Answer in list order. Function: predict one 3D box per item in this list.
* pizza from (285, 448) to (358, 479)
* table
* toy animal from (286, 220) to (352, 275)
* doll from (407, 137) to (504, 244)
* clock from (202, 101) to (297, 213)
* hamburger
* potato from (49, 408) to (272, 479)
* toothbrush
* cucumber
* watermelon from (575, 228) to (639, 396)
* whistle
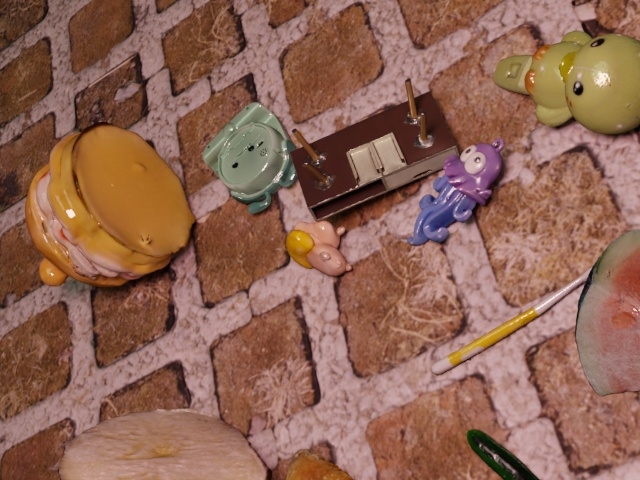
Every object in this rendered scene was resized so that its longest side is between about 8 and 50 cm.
[{"bbox_3d":[0.022,0.433,1.241,0.268,0.087,0.257,19,83,42],"label":"pizza"},{"bbox_3d":[0.071,-0.146,1.444,0.240,0.111,0.121,-23,54,5],"label":"table"},{"bbox_3d":[0.000,0.000,1.481,0.114,0.091,0.082,19,65,42],"label":"toy animal"},{"bbox_3d":[0.195,-0.067,1.385,0.206,0.067,0.110,-52,38,17],"label":"doll"},{"bbox_3d":[-0.112,-0.138,1.647,0.148,0.060,0.188,-44,50,9],"label":"clock"},{"bbox_3d":[-0.387,-0.039,1.669,0.237,0.276,0.276,-31,52,31],"label":"hamburger"},{"bbox_3d":[-0.221,0.438,1.328,0.397,0.290,0.295,19,108,60],"label":"potato"},{"bbox_3d":[0.268,0.106,1.268,0.288,0.021,0.024,-34,42,18],"label":"toothbrush"},{"bbox_3d":[0.246,0.294,1.181,0.036,0.033,0.184,-39,49,-10],"label":"cucumber"},{"bbox_3d":[0.405,0.088,1.166,0.202,0.136,0.207,45,65,5],"label":"watermelon"},{"bbox_3d":[0.338,-0.225,1.314,0.294,0.141,0.141,21,81,42],"label":"whistle"}]
